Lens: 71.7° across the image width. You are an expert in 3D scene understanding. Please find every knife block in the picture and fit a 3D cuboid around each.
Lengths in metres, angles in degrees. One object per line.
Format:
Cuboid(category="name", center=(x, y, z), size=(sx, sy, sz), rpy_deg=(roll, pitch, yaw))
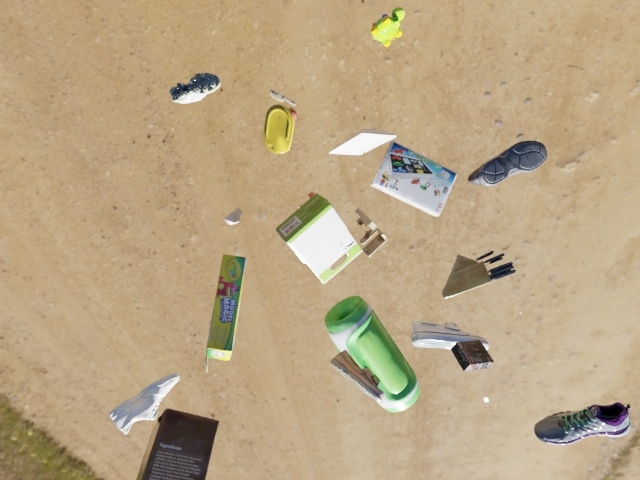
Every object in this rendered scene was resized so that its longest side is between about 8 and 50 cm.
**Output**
Cuboid(category="knife block", center=(0.679, 0.163, 1.890), size=(0.242, 0.088, 0.275), rpy_deg=(24, 96, 22))

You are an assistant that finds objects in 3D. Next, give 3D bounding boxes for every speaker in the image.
Cuboid(category="speaker", center=(0.132, 0.287, 1.114), size=(0.131, 0.131, 0.296), rpy_deg=(-28, 106, 21))

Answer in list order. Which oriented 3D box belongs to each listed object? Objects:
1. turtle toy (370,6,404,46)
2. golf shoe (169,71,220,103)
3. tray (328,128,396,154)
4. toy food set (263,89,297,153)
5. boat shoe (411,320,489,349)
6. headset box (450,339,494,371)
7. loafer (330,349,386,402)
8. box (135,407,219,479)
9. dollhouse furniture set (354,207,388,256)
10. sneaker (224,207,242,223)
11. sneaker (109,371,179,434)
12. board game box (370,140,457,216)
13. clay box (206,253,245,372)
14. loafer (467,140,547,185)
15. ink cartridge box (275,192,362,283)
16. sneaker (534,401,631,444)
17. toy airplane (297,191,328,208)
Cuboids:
Cuboid(category="turtle toy", center=(0.231, -0.730, 1.499), size=(0.130, 0.066, 0.095), rpy_deg=(-31, 145, 31))
Cuboid(category="golf shoe", center=(-0.399, -0.493, 1.446), size=(0.176, 0.086, 0.069), rpy_deg=(-11, 88, 13))
Cuboid(category="tray", center=(0.147, -0.362, 1.626), size=(0.145, 0.030, 0.270), rpy_deg=(-1, 177, -23))
Cuboid(category="toy food set", center=(-0.136, -0.434, 1.639), size=(0.128, 0.071, 0.218), rpy_deg=(26, 120, 22))
Cuboid(category="boat shoe", center=(0.369, 0.266, 1.260), size=(0.226, 0.076, 0.083), rpy_deg=(10, 144, -10))
Cuboid(category="headset box", center=(0.350, 0.268, 1.031), size=(0.083, 0.062, 0.032), rpy_deg=(3, 131, -27))
Cuboid(category="loafer", center=(0.067, 0.227, 0.758), size=(0.039, 0.125, 0.045), rpy_deg=(-45, 130, -17))
Cuboid(category="box", center=(-0.348, 0.590, 0.960), size=(0.143, 0.381, 0.191), rpy_deg=(19, 140, -16))
Cuboid(category="dollhouse furniture set", center=(0.201, -0.037, 2.056), size=(0.123, 0.144, 0.151), rpy_deg=(-44, 141, 4))
Cuboid(category="sneaker", center=(-0.367, -0.085, 1.819), size=(0.070, 0.134, 0.051), rpy_deg=(-39, 103, 19))
Cuboid(category="sneaker", center=(-0.501, 0.480, 1.310), size=(0.094, 0.212, 0.080), rpy_deg=(53, 151, 7))
Cuboid(category="board game box", center=(0.379, -0.246, 1.785), size=(0.305, 0.053, 0.193), rpy_deg=(25, 88, -9))
Cuboid(category="clay box", center=(-0.195, 0.154, 0.909), size=(0.053, 0.222, 0.127), rpy_deg=(8, 157, -10))
Cuboid(category="loafer", center=(0.637, -0.264, 1.518), size=(0.302, 0.095, 0.109), rpy_deg=(-23, 97, -19))
Cuboid(category="ink cartridge box", center=(0.000, 0.000, 1.493), size=(0.189, 0.097, 0.255), rpy_deg=(-41, 131, -4))
Cuboid(category="sneaker", center=(0.650, 0.444, 1.108), size=(0.224, 0.083, 0.098), rpy_deg=(-15, 125, 10))
Cuboid(category="toy airplane", center=(-0.032, -0.154, 1.938), size=(0.151, 0.151, 0.028), rpy_deg=(1, 133, -2))
